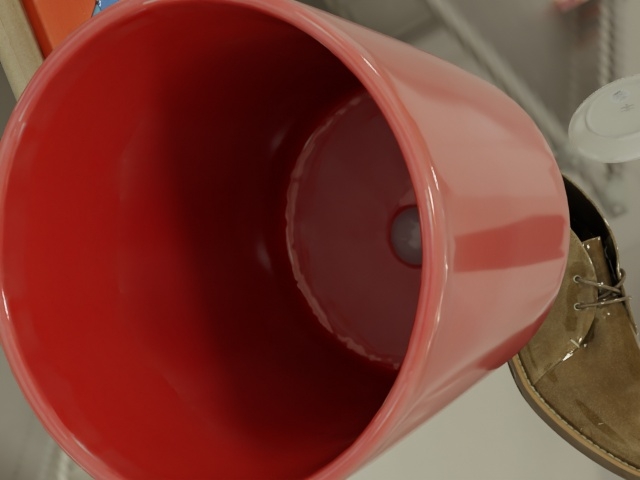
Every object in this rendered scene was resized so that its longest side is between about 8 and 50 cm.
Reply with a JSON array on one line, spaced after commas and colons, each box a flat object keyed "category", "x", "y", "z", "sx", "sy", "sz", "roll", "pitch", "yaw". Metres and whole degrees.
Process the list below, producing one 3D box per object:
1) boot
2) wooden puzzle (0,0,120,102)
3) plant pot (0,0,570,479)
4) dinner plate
[{"category": "boot", "x": 0.214, "y": 0.063, "z": 1.466, "sx": 0.112, "sy": 0.115, "sz": 0.305, "roll": -8, "pitch": 53, "yaw": -39}, {"category": "wooden puzzle", "x": -0.166, "y": -0.214, "z": 1.380, "sx": 0.221, "sy": 0.044, "sz": 0.238, "roll": -31, "pitch": 113, "yaw": -34}, {"category": "plant pot", "x": 0.000, "y": 0.000, "z": 0.973, "sx": 0.243, "sy": 0.275, "sz": 0.275, "roll": -6, "pitch": 72, "yaw": -58}, {"category": "dinner plate", "x": 0.330, "y": -0.136, "z": 1.905, "sx": 0.141, "sy": 0.141, "sz": 0.017, "roll": -78, "pitch": 149, "yaw": -47}]
